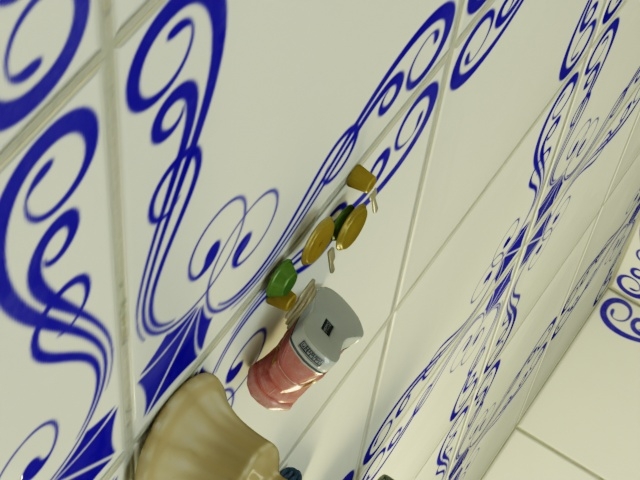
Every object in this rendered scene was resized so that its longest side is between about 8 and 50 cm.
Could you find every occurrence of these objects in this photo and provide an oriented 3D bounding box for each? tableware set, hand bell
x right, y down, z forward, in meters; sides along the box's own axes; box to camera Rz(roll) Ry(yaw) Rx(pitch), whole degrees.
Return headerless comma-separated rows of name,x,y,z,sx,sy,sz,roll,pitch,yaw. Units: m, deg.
tableware set,0.000,0.000,1.451,0.154,0.024,0.104,-53,162,-19
hand bell,-0.016,0.212,1.336,0.126,0.242,0.126,-51,154,-36

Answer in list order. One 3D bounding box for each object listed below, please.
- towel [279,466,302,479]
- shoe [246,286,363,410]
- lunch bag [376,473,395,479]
towel,-0.057,0.316,1.885,0.067,0.029,0.119,-36,153,-60
shoe,-0.017,0.100,1.531,0.081,0.063,0.178,-41,-178,16
lunch bag,0.031,0.504,2.309,0.287,0.169,0.235,-34,155,-44
